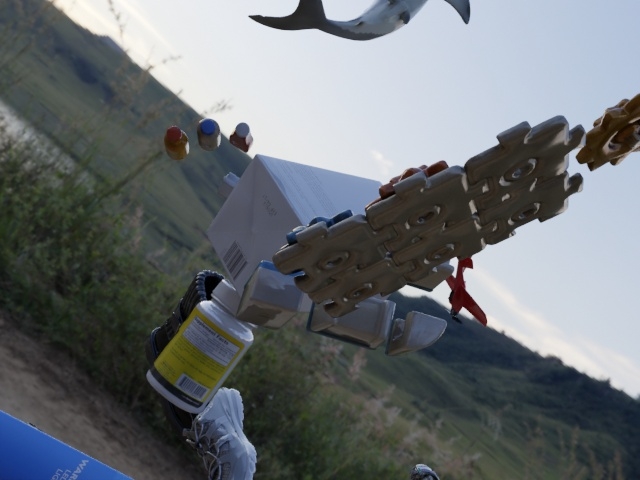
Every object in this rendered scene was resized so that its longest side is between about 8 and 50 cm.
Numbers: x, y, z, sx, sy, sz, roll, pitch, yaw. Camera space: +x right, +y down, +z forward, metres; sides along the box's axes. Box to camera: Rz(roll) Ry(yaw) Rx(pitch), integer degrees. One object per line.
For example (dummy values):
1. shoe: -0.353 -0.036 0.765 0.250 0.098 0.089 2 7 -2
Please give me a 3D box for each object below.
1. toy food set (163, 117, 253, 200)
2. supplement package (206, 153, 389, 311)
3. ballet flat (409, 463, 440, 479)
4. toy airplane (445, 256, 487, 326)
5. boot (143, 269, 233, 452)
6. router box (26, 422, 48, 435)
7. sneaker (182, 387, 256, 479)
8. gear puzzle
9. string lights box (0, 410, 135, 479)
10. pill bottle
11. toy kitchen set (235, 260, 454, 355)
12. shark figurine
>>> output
1. toy food set: -0.147 -0.135 1.139 0.232 0.111 0.104 35 -10 -3
2. supplement package: 0.000 0.000 1.100 0.292 0.175 0.178 7 39 -44
3. ballet flat: 0.141 0.321 0.793 0.114 0.041 0.041 61 -2 9
4. toy airplane: 0.219 0.065 1.045 0.151 0.028 0.151 174 -90 -72
5. boot: -0.248 0.267 1.480 0.131 0.260 0.348 3 48 -55
6. router box: -0.419 0.337 0.954 0.038 0.122 0.092 9 -36 39
7. sneaker: -0.194 0.370 1.198 0.115 0.105 0.281 19 19 -25
8. gear puzzle: 0.127 -0.043 0.548 0.044 0.338 0.175 68 10 28
9. string lights box: -0.272 0.265 0.699 0.259 0.077 0.133 20 -34 15
10. pill bottle: -0.190 0.179 1.151 0.119 0.208 0.119 36 -5 4
11. toy kitchen set: 0.032 0.030 0.754 0.207 0.166 0.122 18 -20 -9
12. shark figurine: 0.063 -0.284 0.797 0.116 0.278 0.166 9 -43 58
